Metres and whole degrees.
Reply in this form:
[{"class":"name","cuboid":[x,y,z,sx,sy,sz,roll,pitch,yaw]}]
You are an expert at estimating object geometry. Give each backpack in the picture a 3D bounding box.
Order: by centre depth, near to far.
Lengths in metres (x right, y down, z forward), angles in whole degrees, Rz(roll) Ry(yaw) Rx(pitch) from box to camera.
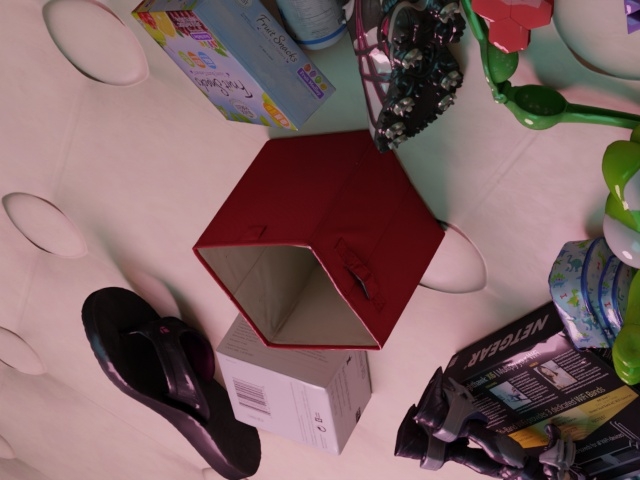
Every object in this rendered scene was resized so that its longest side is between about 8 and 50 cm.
[{"class":"backpack","cuboid":[0.313,0.055,1.540,0.084,0.105,0.114,-9,128,39]}]

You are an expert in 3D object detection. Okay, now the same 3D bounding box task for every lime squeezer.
[{"class":"lime squeezer","cuboid":[0.207,-0.172,1.369,0.310,0.059,0.110,39,147,-10]}]

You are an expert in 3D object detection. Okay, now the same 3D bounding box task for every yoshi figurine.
[{"class":"yoshi figurine","cuboid":[0.388,0.047,1.387,0.203,0.203,0.362,-2,135,34]}]

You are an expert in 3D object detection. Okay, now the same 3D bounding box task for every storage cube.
[{"class":"storage cube","cuboid":[0.000,0.000,1.642,0.215,0.193,0.183,-2,135,42]}]

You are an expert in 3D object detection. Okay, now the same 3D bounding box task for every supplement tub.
[{"class":"supplement tub","cuboid":[-0.014,-0.257,1.424,0.071,0.071,0.107,10,141,30]}]

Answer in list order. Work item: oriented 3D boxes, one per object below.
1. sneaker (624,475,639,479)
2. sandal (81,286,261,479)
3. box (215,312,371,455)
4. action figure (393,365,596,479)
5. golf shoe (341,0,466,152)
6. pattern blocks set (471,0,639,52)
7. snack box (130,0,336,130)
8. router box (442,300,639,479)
[{"class":"sneaker","cuboid":[0.431,0.340,1.835,0.366,0.135,0.150,-2,105,47]},{"class":"sandal","cuboid":[-0.206,0.209,2.158,0.107,0.167,0.446,-23,130,23]},{"class":"box","cuboid":[-0.036,0.194,1.996,0.182,0.119,0.181,16,144,22]},{"class":"action figure","cuboid":[0.244,0.283,1.761,0.285,0.099,0.185,29,141,-2]},{"class":"golf shoe","cuboid":[0.081,-0.199,1.425,0.120,0.105,0.273,52,160,24]},{"class":"pattern blocks set","cuboid":[0.206,-0.309,1.185,0.285,0.026,0.325,-6,130,34]},{"class":"snack box","cuboid":[-0.098,-0.207,1.500,0.174,0.070,0.207,48,168,-24]},{"class":"router box","cuboid":[0.322,0.202,1.746,0.243,0.081,0.309,38,147,-10]}]
